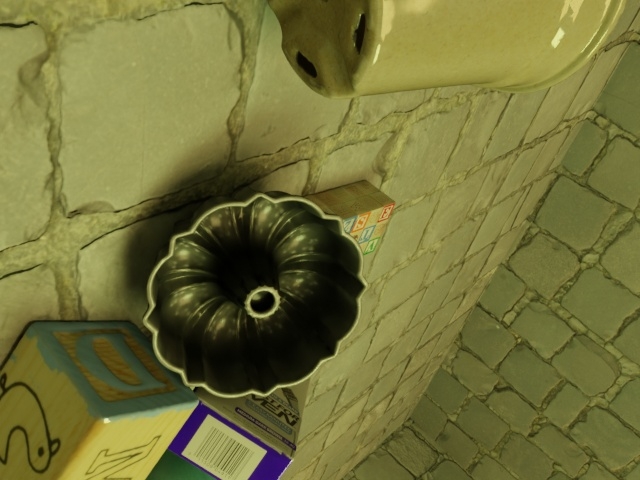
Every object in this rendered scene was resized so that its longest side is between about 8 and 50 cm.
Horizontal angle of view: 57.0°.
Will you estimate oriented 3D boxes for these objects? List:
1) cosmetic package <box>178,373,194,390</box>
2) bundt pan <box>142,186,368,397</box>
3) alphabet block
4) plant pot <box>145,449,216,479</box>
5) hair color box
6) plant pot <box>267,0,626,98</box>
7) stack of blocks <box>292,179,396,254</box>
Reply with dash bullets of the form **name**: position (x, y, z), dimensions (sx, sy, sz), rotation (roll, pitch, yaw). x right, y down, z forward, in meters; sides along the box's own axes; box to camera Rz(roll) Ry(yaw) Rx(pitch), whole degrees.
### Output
- **cosmetic package**: position (-0.289, 0.269, 1.067), dimensions (0.115, 0.060, 0.041), rotation (-19, 143, -44)
- **bundt pan**: position (-0.103, 0.067, 0.892), dimensions (0.331, 0.124, 0.330), rotation (-8, 114, -19)
- **alphabet block**: position (-0.328, 0.245, 0.824), dimensions (0.197, 0.192, 0.193), rotation (-55, 152, 10)
- **plant pot**: position (-0.298, 0.496, 1.155), dimensions (0.255, 0.271, 0.271), rotation (-23, 147, -18)
- **hair color box**: position (-0.129, 0.284, 1.042), dimensions (0.110, 0.185, 0.339), rotation (-56, -177, 10)
- **plant pot**: position (0.118, -0.303, 0.682), dimensions (0.306, 0.334, 0.333), rotation (-22, 145, -26)
- **stack of blocks**: position (0.000, 0.000, 1.126), dimensions (0.297, 0.087, 0.171), rotation (-20, 142, -46)
